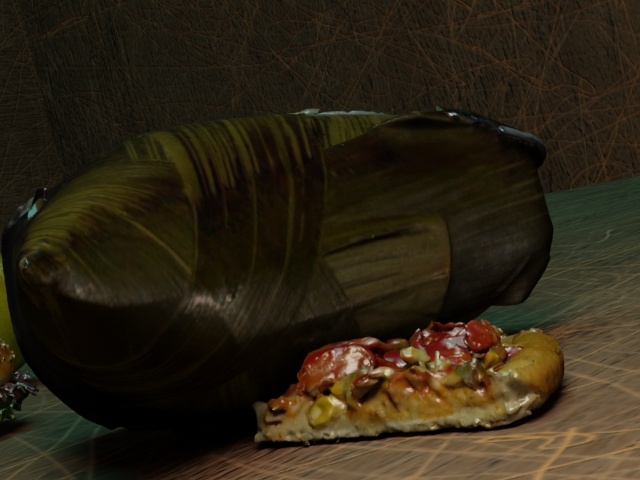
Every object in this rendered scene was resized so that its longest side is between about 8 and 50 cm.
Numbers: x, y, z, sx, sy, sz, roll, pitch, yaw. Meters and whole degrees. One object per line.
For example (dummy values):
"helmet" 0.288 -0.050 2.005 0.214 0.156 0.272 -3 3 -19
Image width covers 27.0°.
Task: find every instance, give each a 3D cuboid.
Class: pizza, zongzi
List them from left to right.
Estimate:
"zongzi" 0.000 0.000 0.842 0.404 0.207 0.432 -12 -4 -11
"pizza" 0.050 0.080 0.798 0.193 0.053 0.201 -13 3 -5

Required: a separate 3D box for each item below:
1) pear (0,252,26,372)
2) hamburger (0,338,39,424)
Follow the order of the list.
"pear" -0.416 0.073 1.463 0.180 0.216 0.166 -46 7 -8
"hamburger" -0.341 0.121 1.145 0.190 0.093 0.164 -1 5 -16
